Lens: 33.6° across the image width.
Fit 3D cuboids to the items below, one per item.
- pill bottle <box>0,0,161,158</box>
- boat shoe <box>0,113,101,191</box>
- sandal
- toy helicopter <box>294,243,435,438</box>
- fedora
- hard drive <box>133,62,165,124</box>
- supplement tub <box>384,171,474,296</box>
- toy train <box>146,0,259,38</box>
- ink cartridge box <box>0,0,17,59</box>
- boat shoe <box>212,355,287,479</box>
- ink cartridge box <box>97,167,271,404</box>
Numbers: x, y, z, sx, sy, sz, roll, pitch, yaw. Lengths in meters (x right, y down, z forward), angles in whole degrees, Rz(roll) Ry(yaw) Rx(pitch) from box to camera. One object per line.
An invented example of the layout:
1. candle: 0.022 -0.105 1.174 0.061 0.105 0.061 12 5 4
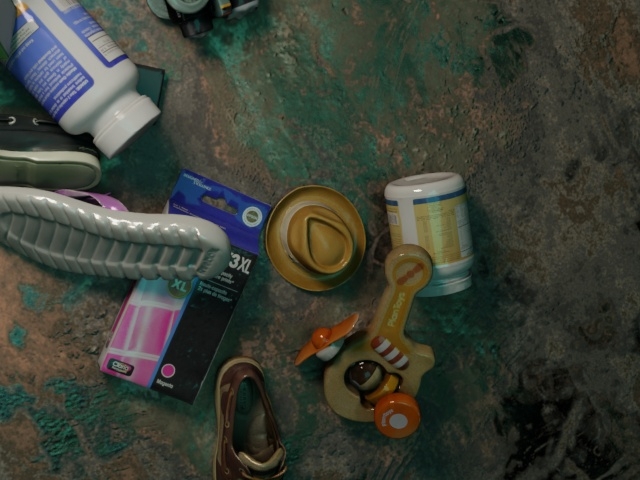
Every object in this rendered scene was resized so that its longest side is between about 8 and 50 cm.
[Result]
1. pill bottle: -0.379 -0.261 1.642 0.152 0.152 0.272 -42 97 -7
2. boat shoe: -0.515 -0.158 1.665 0.340 0.127 0.113 3 58 -16
3. sandal: -0.344 -0.021 1.710 0.416 0.102 0.169 12 137 1
4. toy helicopter: 0.095 0.161 1.845 0.235 0.140 0.355 15 114 -4
5. fedora: 0.000 0.000 1.858 0.194 0.079 0.194 -2 98 -16
6. hard drive: -0.331 -0.249 1.749 0.135 0.022 0.094 10 95 -18
7. supplement tub: 0.195 -0.012 1.881 0.144 0.144 0.200 -12 102 -15
8. toy train: -0.209 -0.499 1.697 0.190 0.142 0.334 -24 105 -22
9. ink cartridge box: -0.554 -0.330 1.468 0.219 0.160 0.092 3 73 2
10. boat shoe: -0.119 0.379 1.853 0.123 0.123 0.342 -5 99 -16
11. ink cartridge box: -0.227 0.079 1.811 0.175 0.069 0.371 23 88 -18
